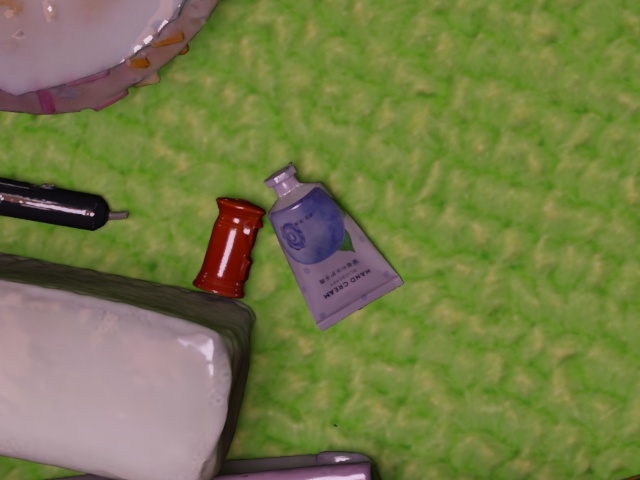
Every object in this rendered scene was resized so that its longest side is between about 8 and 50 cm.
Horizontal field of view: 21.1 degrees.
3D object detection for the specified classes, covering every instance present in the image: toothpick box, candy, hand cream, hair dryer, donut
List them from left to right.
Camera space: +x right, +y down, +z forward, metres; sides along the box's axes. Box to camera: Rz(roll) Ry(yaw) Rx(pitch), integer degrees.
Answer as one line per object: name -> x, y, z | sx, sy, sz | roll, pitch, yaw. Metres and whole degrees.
hair dryer -> -0.274, -0.049, 1.499 | 0.219, 0.071, 0.124 | 12, 94, 0
candy -> -0.235, 0.098, 1.424 | 0.358, 0.208, 0.145 | 11, 95, 6
donut -> -0.234, -0.288, 1.434 | 0.382, 0.142, 0.382 | 1, 95, 11
toothpick box -> -0.078, 0.005, 1.480 | 0.047, 0.047, 0.083 | 16, 94, 7
hand cream -> 0.000, 0.000, 1.473 | 0.084, 0.053, 0.142 | -30, 98, 7

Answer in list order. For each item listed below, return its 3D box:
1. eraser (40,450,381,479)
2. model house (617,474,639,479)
eraser -> -0.111, 0.327, 1.464 | 0.359, 0.122, 0.272 | -9, 89, 7
model house -> 0.233, 0.316, 1.309 | 0.340, 0.323, 0.300 | -13, 90, 49
